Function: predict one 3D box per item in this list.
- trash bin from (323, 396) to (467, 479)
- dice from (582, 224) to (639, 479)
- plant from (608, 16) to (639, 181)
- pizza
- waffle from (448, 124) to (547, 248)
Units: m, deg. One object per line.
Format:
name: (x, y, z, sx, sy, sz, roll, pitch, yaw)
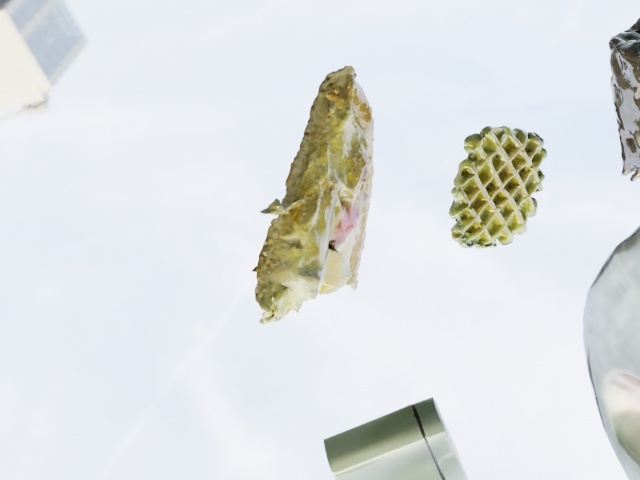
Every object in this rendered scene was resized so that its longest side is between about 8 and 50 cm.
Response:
trash bin: (0.083, 0.241, 1.191, 0.130, 0.116, 0.059, -22, -143, 5)
dice: (0.404, 0.083, 0.706, 0.348, 0.328, 0.330, -17, -112, -19)
plant: (0.439, -0.129, 1.190, 0.199, 0.276, 0.188, -36, -165, -26)
pizza: (0.000, 0.000, 1.154, 0.075, 0.279, 0.287, 10, -139, 14)
waffle: (0.236, -0.069, 1.449, 0.184, 0.169, 0.036, -2, -163, -42)
